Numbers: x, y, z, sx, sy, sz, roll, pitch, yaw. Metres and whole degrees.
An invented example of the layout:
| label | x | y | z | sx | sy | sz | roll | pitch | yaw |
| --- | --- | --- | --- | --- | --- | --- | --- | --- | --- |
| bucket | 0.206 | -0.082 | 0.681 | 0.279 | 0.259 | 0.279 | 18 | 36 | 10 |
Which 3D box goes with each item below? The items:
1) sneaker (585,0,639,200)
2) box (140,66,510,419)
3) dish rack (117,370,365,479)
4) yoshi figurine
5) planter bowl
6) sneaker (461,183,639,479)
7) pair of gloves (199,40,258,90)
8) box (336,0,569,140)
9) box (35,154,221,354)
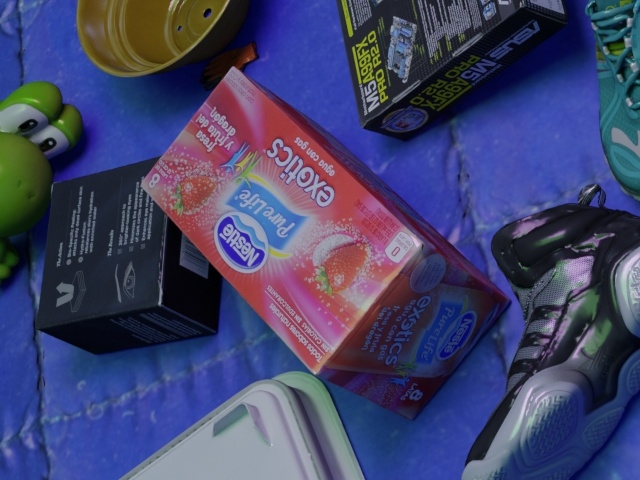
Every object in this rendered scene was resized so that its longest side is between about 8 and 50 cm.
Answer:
| label | x | y | z | sx | sy | sz | roll | pitch | yaw |
| --- | --- | --- | --- | --- | --- | --- | --- | --- | --- |
| sneaker | 0.254 | -0.159 | 1.469 | 0.107 | 0.110 | 0.275 | -19 | 60 | 30 |
| box | 0.000 | 0.000 | 1.563 | 0.142 | 0.154 | 0.300 | -51 | 50 | 7 |
| dish rack | -0.104 | 0.290 | 1.565 | 0.333 | 0.072 | 0.285 | -38 | 53 | 19 |
| yoshi figurine | -0.409 | -0.034 | 1.879 | 0.362 | 0.203 | 0.203 | -31 | 70 | 20 |
| planter bowl | -0.138 | -0.247 | 1.820 | 0.217 | 0.090 | 0.217 | -16 | 61 | 31 |
| sneaker | 0.179 | 0.079 | 1.428 | 0.268 | 0.101 | 0.153 | -51 | 48 | 0 |
| pair of gloves | -0.090 | -0.154 | 1.795 | 0.074 | 0.010 | 0.083 | -25 | 57 | 26 |
| box | 0.102 | -0.259 | 1.616 | 0.216 | 0.060 | 0.270 | -36 | 54 | 41 |
| box | -0.181 | 0.016 | 1.731 | 0.158 | 0.093 | 0.156 | -11 | 64 | 32 |
